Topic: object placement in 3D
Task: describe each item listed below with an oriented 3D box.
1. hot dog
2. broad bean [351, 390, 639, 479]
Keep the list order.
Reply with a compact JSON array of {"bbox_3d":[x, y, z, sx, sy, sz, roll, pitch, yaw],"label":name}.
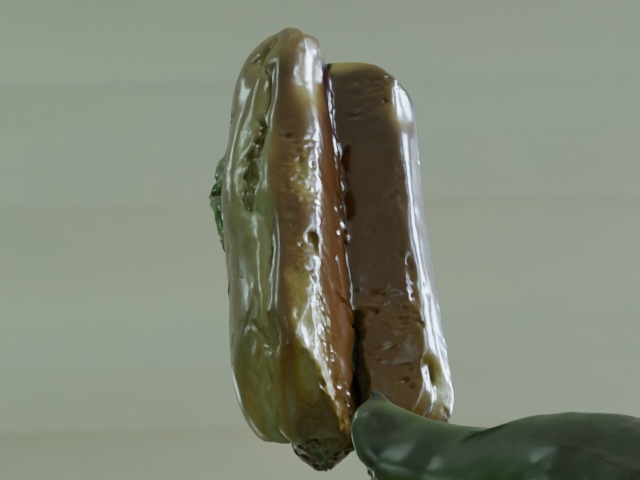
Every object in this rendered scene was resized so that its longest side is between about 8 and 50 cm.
[{"bbox_3d":[0.000,0.000,1.136,0.135,0.337,0.100,19,-49,-24],"label":"hot dog"},{"bbox_3d":[0.147,0.111,0.760,0.339,0.077,0.061,12,-39,43],"label":"broad bean"}]
